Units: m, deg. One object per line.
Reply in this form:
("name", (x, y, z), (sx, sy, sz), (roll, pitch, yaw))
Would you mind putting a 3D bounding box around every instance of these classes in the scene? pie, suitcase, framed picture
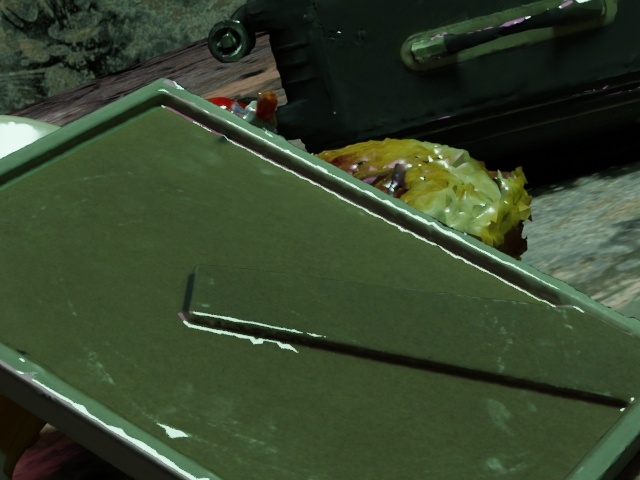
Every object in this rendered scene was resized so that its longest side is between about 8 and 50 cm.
("pie", (-0.014, 0.023, 1.031), (0.308, 0.085, 0.308), (-24, 15, 7))
("suitcase", (0.158, -0.168, 1.334), (0.434, 0.194, 0.283), (-14, 9, 18))
("framed picture", (-0.021, 0.036, 0.772), (0.335, 0.022, 0.247), (28, 37, 23))

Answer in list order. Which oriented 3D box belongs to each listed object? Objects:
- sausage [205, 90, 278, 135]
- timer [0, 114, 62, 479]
("sausage", (-0.120, -0.004, 0.996), (0.274, 0.074, 0.074), (-35, 5, 28))
("timer", (-0.171, 0.083, 0.846), (0.175, 0.175, 0.266), (-16, 41, 12))
